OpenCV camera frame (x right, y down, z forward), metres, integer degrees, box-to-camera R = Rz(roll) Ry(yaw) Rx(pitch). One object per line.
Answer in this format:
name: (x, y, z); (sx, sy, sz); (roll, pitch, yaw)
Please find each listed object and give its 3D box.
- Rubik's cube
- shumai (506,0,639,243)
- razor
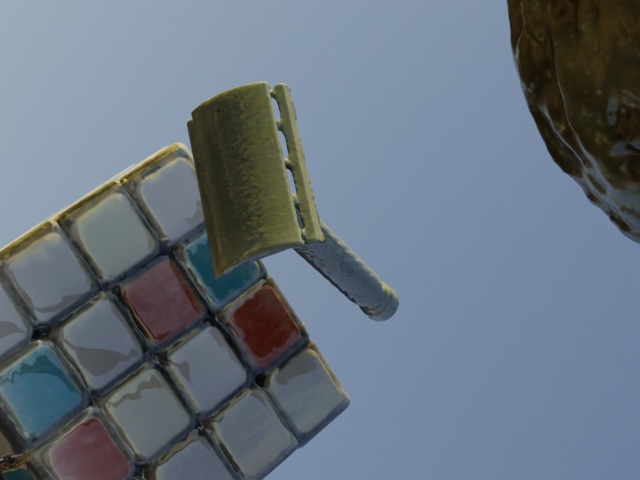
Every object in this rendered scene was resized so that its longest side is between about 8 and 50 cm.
Rubik's cube: (-0.182, 0.110, 1.225); (0.253, 0.259, 0.256); (57, -34, -8)
shumai: (0.334, -0.167, 1.095); (0.323, 0.324, 0.398); (-162, -116, -66)
razor: (0.000, 0.000, 0.956); (0.068, 0.232, 0.106); (-20, -116, 16)
